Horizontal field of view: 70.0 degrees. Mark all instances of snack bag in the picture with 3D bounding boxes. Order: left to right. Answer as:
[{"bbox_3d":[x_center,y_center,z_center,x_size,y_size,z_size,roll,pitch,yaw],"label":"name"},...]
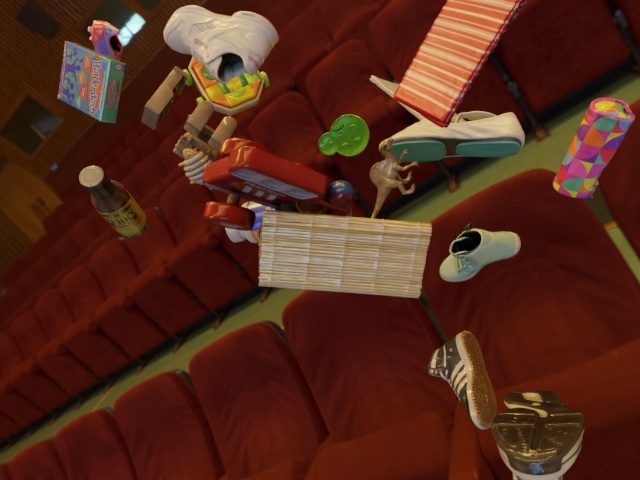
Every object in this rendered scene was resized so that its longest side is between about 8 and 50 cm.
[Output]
[{"bbox_3d":[0.377,-0.474,1.622,0.323,0.342,0.037,-6,-44,-46],"label":"snack bag"}]

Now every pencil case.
[{"bbox_3d":[0.631,-0.208,1.063,0.104,0.104,0.236,-49,-27,-36],"label":"pencil case"}]

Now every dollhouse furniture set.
[{"bbox_3d":[-0.368,-0.357,1.344,0.212,0.242,0.161,-27,34,60],"label":"dollhouse furniture set"}]

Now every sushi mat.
[{"bbox_3d":[0.040,0.028,0.857,0.317,0.151,0.019,4,19,1],"label":"sushi mat"}]

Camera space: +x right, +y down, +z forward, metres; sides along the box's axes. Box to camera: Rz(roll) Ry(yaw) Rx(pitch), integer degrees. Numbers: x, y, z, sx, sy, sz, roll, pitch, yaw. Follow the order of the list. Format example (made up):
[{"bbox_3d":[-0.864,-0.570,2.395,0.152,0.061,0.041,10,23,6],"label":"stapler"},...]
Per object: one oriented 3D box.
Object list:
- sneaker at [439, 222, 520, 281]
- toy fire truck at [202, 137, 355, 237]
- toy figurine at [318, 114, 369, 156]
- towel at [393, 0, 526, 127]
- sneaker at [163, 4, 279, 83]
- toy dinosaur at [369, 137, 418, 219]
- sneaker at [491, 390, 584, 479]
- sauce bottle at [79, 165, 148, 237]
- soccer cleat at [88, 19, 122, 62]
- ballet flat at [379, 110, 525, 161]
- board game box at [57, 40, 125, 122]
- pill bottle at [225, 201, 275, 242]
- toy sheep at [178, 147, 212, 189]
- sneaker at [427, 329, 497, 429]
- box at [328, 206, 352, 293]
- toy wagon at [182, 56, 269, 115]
[{"bbox_3d":[0.363,0.033,1.183,0.256,0.151,0.094,-40,47,52],"label":"sneaker"},{"bbox_3d":[-0.070,-0.092,0.886,0.254,0.302,0.169,0,75,55],"label":"toy fire truck"},{"bbox_3d":[0.097,-0.341,1.521,0.173,0.130,0.159,-20,6,22],"label":"toy figurine"},{"bbox_3d":[0.274,-0.387,0.950,0.275,0.031,0.199,-60,39,18],"label":"towel"},{"bbox_3d":[-0.249,-0.437,1.027,0.305,0.114,0.152,14,75,27],"label":"sneaker"},{"bbox_3d":[0.144,-0.124,0.935,0.093,0.183,0.053,4,27,-7],"label":"toy dinosaur"},{"bbox_3d":[0.471,0.481,0.954,0.169,0.257,0.447,-9,-10,24],"label":"sneaker"},{"bbox_3d":[-0.644,-0.116,1.428,0.111,0.111,0.344,-42,-15,-15],"label":"sauce bottle"},{"bbox_3d":[-0.698,-0.611,1.519,0.248,0.095,0.083,115,173,-58],"label":"soccer cleat"},{"bbox_3d":[0.374,-0.306,1.328,0.400,0.139,0.139,0,28,16],"label":"ballet flat"},{"bbox_3d":[-0.618,-0.426,1.227,0.047,0.210,0.160,-12,-55,-58],"label":"board game box"},{"bbox_3d":[-0.193,-0.075,1.617,0.272,0.152,0.152,-14,20,13],"label":"pill bottle"},{"bbox_3d":[-0.338,-0.199,1.273,0.091,0.132,0.091,-24,29,14],"label":"toy sheep"},{"bbox_3d":[0.399,0.413,1.313,0.153,0.099,0.282,-42,32,37],"label":"sneaker"},{"bbox_3d":[0.000,0.000,1.401,0.165,0.270,0.143,16,37,28],"label":"box"},{"bbox_3d":[-0.358,-0.616,1.638,0.267,0.344,0.068,-28,-5,-15],"label":"toy wagon"}]
